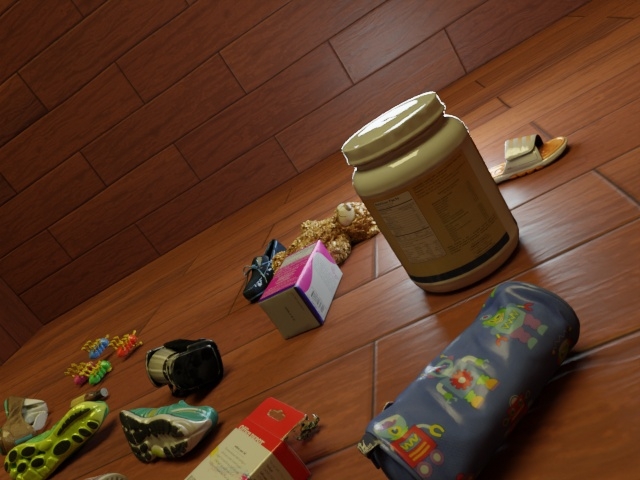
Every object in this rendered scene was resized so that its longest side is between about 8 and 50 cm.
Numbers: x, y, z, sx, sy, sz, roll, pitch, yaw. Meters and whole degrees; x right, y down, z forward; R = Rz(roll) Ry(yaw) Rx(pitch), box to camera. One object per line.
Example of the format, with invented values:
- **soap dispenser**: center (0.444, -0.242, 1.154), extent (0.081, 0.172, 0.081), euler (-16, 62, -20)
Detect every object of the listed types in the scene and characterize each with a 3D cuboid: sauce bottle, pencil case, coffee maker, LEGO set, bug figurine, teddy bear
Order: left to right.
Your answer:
- **sauce bottle**: center (-0.676, 0.466, 1.593), extent (0.128, 0.042, 0.042), euler (-25, 18, 19)
- **bug figurine**: center (-0.740, 0.399, 1.852), extent (0.279, 0.072, 0.216), euler (-13, 32, 40)
- **coffee maker**: center (-0.303, 0.278, 1.280), extent (0.178, 0.120, 0.171), euler (-11, 27, 52)
- **LEGO set**: center (-0.028, 0.304, 0.865), extent (0.083, 0.023, 0.054), euler (-37, 8, 39)
- **teddy bear**: center (0.000, 0.000, 1.520), extent (0.338, 0.113, 0.245), euler (-28, 19, 20)
- **pencil case**: center (0.177, 0.177, 0.647), extent (0.306, 0.119, 0.133), euler (-40, 40, -25)

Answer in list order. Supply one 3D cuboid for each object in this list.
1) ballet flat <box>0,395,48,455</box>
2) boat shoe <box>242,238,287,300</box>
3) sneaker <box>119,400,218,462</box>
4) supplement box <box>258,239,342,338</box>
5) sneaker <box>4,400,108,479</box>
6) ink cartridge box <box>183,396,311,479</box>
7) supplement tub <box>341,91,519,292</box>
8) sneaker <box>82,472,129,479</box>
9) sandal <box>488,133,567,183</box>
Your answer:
- **ballet flat**: center (-0.921, 0.558, 1.702), extent (0.124, 0.116, 0.342), euler (-18, 10, -23)
- **boat shoe**: center (-0.181, 0.086, 1.650), extent (0.109, 0.089, 0.258), euler (-26, 18, 25)
- **sneaker**: center (-0.312, 0.378, 1.099), extent (0.275, 0.107, 0.110), euler (-13, 6, 40)
- **supplement box**: center (-0.040, 0.110, 1.276), extent (0.114, 0.111, 0.220), euler (-26, 17, 27)
- **sneaker**: center (-0.647, 0.505, 1.359), extent (0.296, 0.109, 0.123), euler (-35, -7, 3)
- **ink cartridge box**: center (-0.110, 0.346, 0.788), extent (0.231, 0.078, 0.134), euler (-41, 18, -25)
- **supplement tub**: center (0.202, -0.088, 1.013), extent (0.228, 0.316, 0.228), euler (-31, 16, 10)
- **sneaker**: center (-0.471, 0.526, 0.946), extent (0.161, 0.102, 0.282), euler (-22, 9, 44)
- **sandal**: center (0.440, -0.190, 1.284), extent (0.265, 0.076, 0.102), euler (-25, 19, 28)
